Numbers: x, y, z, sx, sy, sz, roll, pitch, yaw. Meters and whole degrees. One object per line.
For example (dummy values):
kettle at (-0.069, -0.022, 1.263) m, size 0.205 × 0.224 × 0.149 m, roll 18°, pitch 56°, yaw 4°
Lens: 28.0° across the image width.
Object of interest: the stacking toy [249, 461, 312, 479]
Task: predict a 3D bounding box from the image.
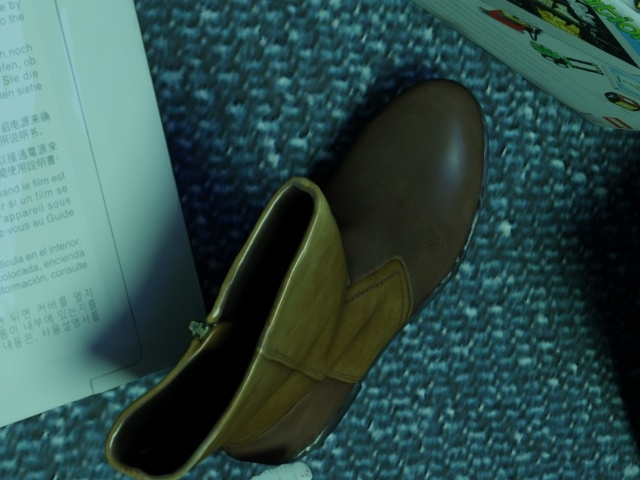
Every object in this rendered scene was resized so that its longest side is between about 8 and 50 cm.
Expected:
stacking toy at (-0.104, 0.206, 0.702) m, size 0.221 × 0.167 × 0.052 m, roll -15°, pitch 61°, yaw -25°

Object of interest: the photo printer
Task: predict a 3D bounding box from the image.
photo printer at (-0.204, -0.055, 0.636) m, size 0.256 × 0.107 × 0.308 m, roll -19°, pitch 106°, yaw -24°

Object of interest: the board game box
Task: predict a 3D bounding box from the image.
board game box at (0.130, -0.150, 0.746) m, size 0.305 × 0.193 × 0.053 m, roll 29°, pitch 84°, yaw -29°

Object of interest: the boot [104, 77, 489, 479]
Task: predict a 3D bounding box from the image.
boot at (0.000, 0.000, 0.667) m, size 0.096 × 0.280 × 0.264 m, roll 36°, pitch 88°, yaw 14°
